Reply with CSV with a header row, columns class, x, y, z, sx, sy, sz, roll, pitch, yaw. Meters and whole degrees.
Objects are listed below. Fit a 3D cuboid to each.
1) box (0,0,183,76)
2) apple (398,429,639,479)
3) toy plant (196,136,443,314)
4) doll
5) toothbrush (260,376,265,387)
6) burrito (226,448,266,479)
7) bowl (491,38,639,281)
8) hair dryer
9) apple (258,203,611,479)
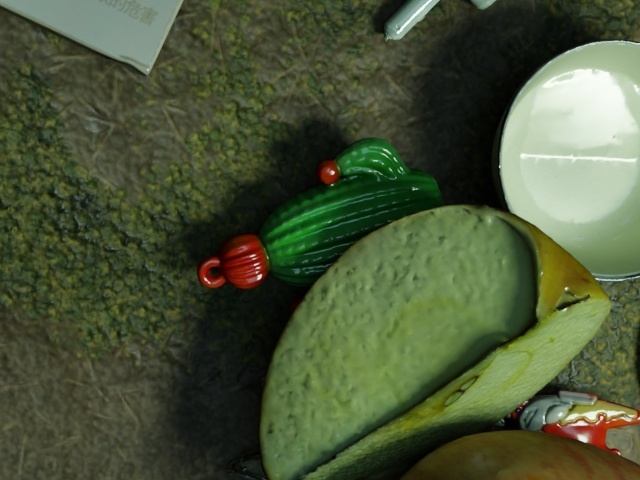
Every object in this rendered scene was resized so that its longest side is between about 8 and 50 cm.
class,x,y,z,sx,sy,sz,roll,pitch,yaw
box,-0.181,-0.363,1.275,0.205,0.051,0.365,25,89,-11
apple,0.202,0.370,1.243,0.391,0.346,0.391,-1,96,-9
toy plant,0.012,0.006,1.320,0.240,0.088,0.154,-40,115,1
doll,0.238,0.188,1.392,0.169,0.057,0.109,28,103,3
toothbrush,0.069,0.131,1.368,0.263,0.026,0.022,-6,89,-11
burrito,-0.018,0.240,1.350,0.149,0.041,0.055,25,102,-11
bowl,0.273,-0.081,1.343,0.238,0.126,0.237,-1,94,-11
hair dryer,0.118,-0.245,1.347,0.137,0.047,0.082,-44,101,0
apple,0.099,0.111,1.265,0.346,0.179,0.254,-38,105,14
